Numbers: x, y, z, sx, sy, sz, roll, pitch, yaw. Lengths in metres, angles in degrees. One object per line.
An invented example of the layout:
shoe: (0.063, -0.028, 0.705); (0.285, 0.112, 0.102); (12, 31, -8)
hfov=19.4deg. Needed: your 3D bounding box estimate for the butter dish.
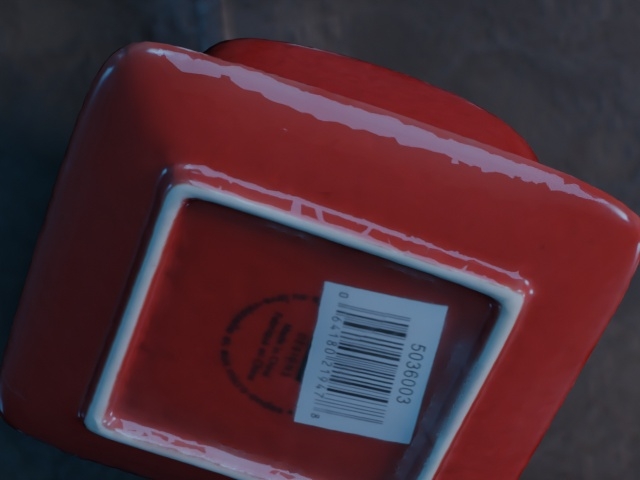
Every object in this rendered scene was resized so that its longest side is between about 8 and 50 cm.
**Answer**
butter dish: (0.000, 0.000, 0.572); (0.160, 0.118, 0.160); (19, 128, -5)
